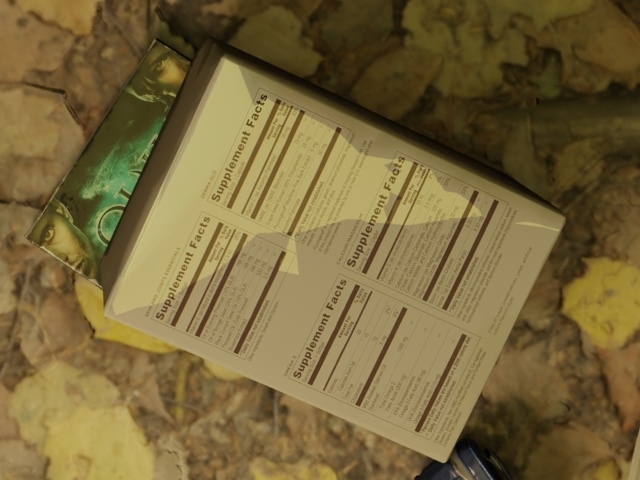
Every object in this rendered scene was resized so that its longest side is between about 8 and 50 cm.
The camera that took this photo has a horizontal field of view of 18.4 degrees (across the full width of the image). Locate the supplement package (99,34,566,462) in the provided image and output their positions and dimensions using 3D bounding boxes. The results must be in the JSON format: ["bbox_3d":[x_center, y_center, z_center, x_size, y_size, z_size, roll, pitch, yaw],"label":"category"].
[{"bbox_3d":[0.000,0.000,1.427,0.262,0.199,0.198,24,96,-10],"label":"supplement package"}]

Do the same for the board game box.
[{"bbox_3d":[-0.126,-0.045,1.529,0.126,0.026,0.186,33,95,-3],"label":"board game box"}]

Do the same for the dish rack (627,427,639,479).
[{"bbox_3d":[0.388,0.251,1.474,0.332,0.072,0.286,17,70,-1],"label":"dish rack"}]

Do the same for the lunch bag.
[{"bbox_3d":[0.120,0.198,1.527,0.065,0.067,0.098,-35,93,3],"label":"lunch bag"}]
